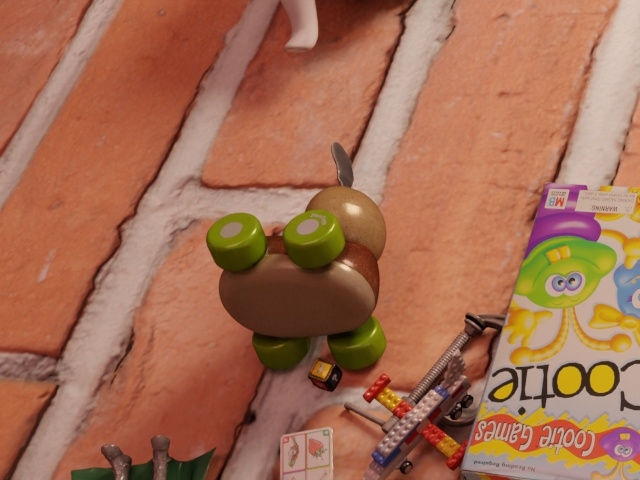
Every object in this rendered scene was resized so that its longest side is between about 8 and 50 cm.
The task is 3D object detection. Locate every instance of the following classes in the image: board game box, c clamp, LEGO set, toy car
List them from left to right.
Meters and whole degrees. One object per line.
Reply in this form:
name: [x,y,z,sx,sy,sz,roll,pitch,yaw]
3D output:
toy car: [0.000,0.000,1.488,0.149,0.155,0.188,-2,41,25]
LEGO set: [0.041,0.194,1.344,0.183,0.060,0.244,-12,54,16]
c clamp: [0.117,0.118,1.408,0.161,0.022,0.137,-44,46,-14]
board game box: [0.225,0.107,1.276,0.142,0.144,0.275,4,54,24]

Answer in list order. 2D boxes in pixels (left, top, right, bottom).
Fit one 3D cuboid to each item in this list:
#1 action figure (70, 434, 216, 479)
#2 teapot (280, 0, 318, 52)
action figure: [-0.157,0.279,1.378,0.137,0.063,0.232,-13,50,11]
teapot: [0.053,-0.351,1.748,0.256,0.187,0.252,-31,15,22]
